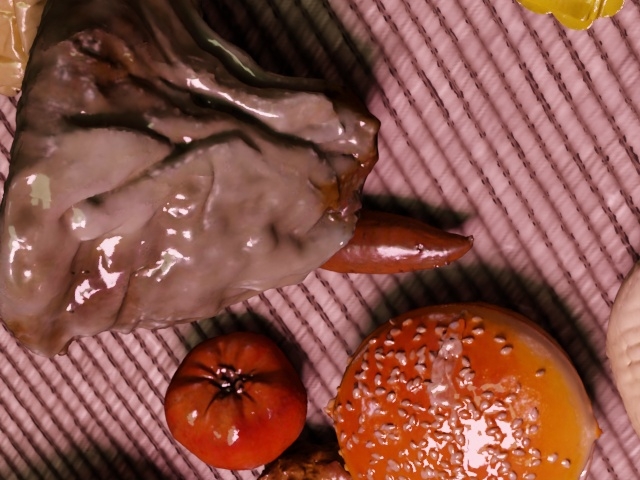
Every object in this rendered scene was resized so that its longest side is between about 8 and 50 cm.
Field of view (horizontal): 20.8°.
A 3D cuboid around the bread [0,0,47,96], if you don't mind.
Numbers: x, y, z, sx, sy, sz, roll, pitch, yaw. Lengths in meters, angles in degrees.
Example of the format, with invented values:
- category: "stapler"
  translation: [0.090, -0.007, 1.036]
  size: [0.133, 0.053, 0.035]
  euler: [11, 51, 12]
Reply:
- category: "bread"
  translation: [-0.255, -0.238, 1.358]
  size: [0.140, 0.106, 0.236]
  euler: [15, 125, 8]

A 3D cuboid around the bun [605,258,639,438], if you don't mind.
- category: "bun"
  translation: [0.339, 0.097, 1.332]
  size: [0.259, 0.160, 0.259]
  euler: [21, 121, 39]

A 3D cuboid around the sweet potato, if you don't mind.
- category: "sweet potato"
  translation: [0.001, 0.000, 1.454]
  size: [0.264, 0.057, 0.057]
  euler: [1, 121, 22]

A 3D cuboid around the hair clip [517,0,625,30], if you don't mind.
- category: "hair clip"
  translation: [0.141, -0.200, 1.284]
  size: [0.173, 0.046, 0.072]
  euler: [14, 127, 12]

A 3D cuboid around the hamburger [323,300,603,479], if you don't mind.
- category: "hamburger"
  translation: [0.123, 0.153, 1.453]
  size: [0.236, 0.147, 0.237]
  euler: [7, 120, 13]

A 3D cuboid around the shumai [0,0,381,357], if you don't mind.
- category: "shumai"
  translation: [-0.090, -0.051, 1.323]
  size: [0.263, 0.304, 0.309]
  euler: [8, 118, 0]

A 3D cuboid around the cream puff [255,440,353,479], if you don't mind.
- category: "cream puff"
  translation: [-0.012, 0.223, 1.566]
  size: [0.116, 0.122, 0.094]
  euler: [10, 136, 53]

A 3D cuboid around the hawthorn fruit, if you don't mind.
- category: "hawthorn fruit"
  translation: [-0.075, 0.151, 1.534]
  size: [0.125, 0.125, 0.140]
  euler: [20, 123, 6]
